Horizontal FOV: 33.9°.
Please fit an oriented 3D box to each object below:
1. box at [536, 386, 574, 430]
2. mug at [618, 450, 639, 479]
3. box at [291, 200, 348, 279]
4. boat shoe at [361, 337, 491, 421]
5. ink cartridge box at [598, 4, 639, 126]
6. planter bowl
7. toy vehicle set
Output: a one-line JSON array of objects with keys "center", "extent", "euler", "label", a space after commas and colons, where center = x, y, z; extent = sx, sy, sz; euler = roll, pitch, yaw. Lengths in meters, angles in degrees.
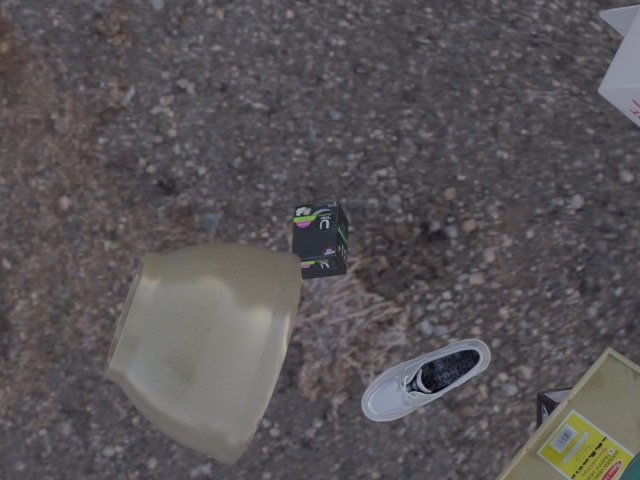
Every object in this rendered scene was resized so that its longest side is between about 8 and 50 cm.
[{"center": [0.442, 0.312, 1.504], "extent": [0.060, 0.270, 0.216], "euler": [-146, 54, -71], "label": "box"}, {"center": [0.248, 0.187, 0.704], "extent": [0.097, 0.157, 0.130], "euler": [52, 124, 51], "label": "mug"}, {"center": [0.000, 0.000, 1.344], "extent": [0.062, 0.052, 0.083], "euler": [-7, 57, 16], "label": "box"}, {"center": [0.132, 0.182, 1.345], "extent": [0.184, 0.063, 0.066], "euler": [-22, 81, 13], "label": "boat shoe"}, {"center": [0.436, -0.148, 1.059], "extent": [0.119, 0.207, 0.353], "euler": [-62, 25, -7], "label": "ink cartridge box"}, {"center": [-0.093, 0.070, 0.765], "extent": [0.109, 0.162, 0.162], "euler": [19, 107, -11], "label": "planter bowl"}, {"center": [0.344, 0.280, 1.326], "extent": [0.267, 0.035, 0.166], "euler": [-49, 41, -2], "label": "toy vehicle set"}]
